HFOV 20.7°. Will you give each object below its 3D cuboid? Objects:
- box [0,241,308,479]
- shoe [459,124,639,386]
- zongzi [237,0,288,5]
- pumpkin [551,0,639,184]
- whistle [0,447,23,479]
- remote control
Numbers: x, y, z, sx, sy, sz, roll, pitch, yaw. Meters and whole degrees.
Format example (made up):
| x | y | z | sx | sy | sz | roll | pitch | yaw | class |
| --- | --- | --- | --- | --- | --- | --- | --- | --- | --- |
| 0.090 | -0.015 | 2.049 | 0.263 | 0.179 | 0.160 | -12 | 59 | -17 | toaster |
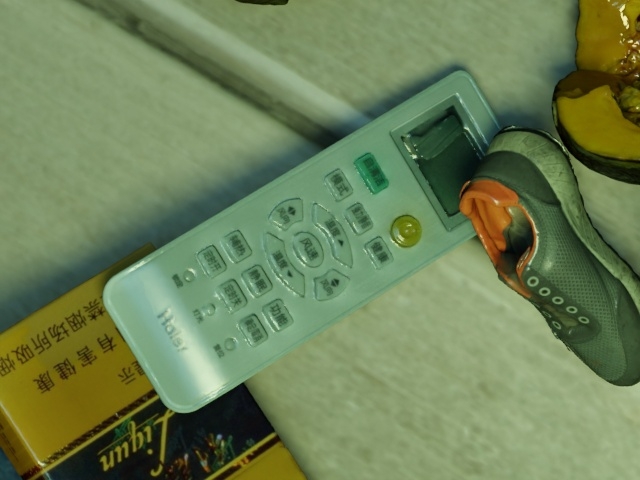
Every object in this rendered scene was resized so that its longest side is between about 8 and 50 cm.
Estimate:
| x | y | z | sx | sy | sz | roll | pitch | yaw | class |
| --- | --- | --- | --- | --- | --- | --- | --- | --- | --- |
| -0.117 | 0.141 | 1.175 | 0.152 | 0.070 | 0.237 | -32 | 86 | -25 | box |
| 0.151 | 0.023 | 1.149 | 0.074 | 0.077 | 0.194 | -13 | 111 | 48 | shoe |
| -0.105 | -0.353 | 1.148 | 0.393 | 0.174 | 0.356 | 16 | 99 | 14 | zongzi |
| 0.218 | -0.107 | 1.141 | 0.119 | 0.107 | 0.183 | 11 | 65 | 16 | pumpkin |
| -0.177 | 0.213 | 1.216 | 0.304 | 0.062 | 0.062 | 41 | 95 | 3 | whistle |
| 0.001 | 0.000 | 1.169 | 0.293 | 0.051 | 0.103 | -31 | 93 | -12 | remote control |
